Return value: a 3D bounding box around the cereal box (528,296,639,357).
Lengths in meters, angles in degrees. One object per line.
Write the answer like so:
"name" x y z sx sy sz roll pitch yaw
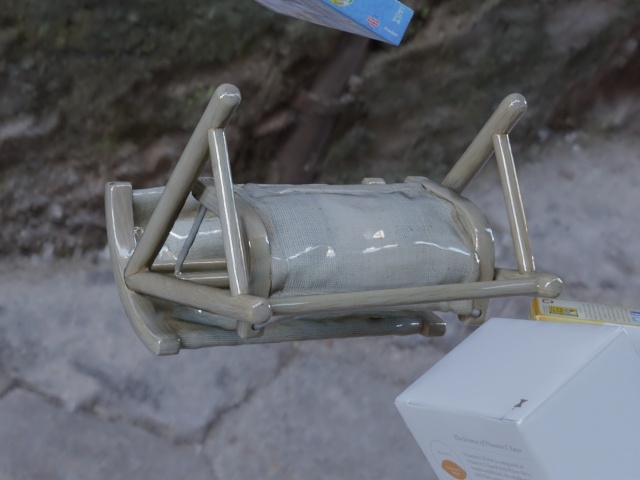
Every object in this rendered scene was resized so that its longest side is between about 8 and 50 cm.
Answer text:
"cereal box" 0.259 0.139 1.117 0.240 0.173 0.047 6 18 3

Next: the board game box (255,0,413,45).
"board game box" -0.040 -0.233 1.357 0.160 0.039 0.211 26 -1 -35

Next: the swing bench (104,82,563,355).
"swing bench" 0.000 0.000 1.183 0.253 0.254 0.165 -3 77 -27

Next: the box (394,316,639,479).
"box" 0.146 0.141 0.922 0.091 0.130 0.170 -37 108 -24
